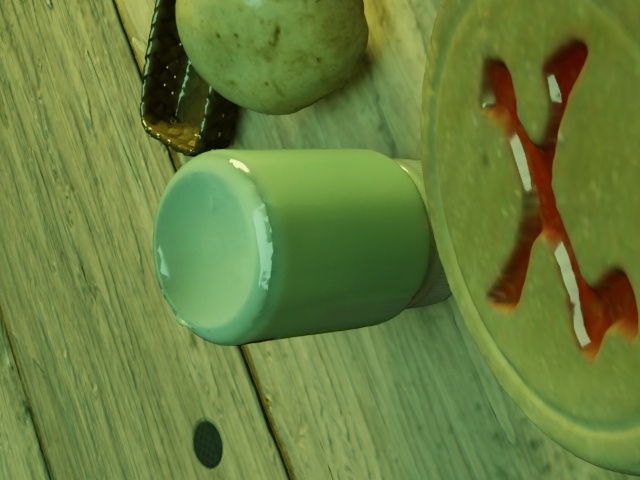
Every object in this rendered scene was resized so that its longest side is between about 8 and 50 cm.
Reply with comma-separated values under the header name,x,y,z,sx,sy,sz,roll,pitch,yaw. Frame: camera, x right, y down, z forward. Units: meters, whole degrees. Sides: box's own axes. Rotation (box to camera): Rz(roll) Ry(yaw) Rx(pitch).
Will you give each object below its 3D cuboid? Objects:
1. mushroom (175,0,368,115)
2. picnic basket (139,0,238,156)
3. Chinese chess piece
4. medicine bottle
name,x,y,z,sx,sy,sz,roll,pitch,yaw
mushroom,-0.037,-0.186,1.011,0.166,0.127,0.166,18,125,29
picnic basket,-0.111,-0.179,1.134,0.110,0.055,0.193,30,113,40
Chinese chess piece,0.187,-0.033,0.704,0.338,0.141,0.338,168,90,-70
medicine bottle,0.000,0.000,0.908,0.139,0.225,0.139,5,97,46
